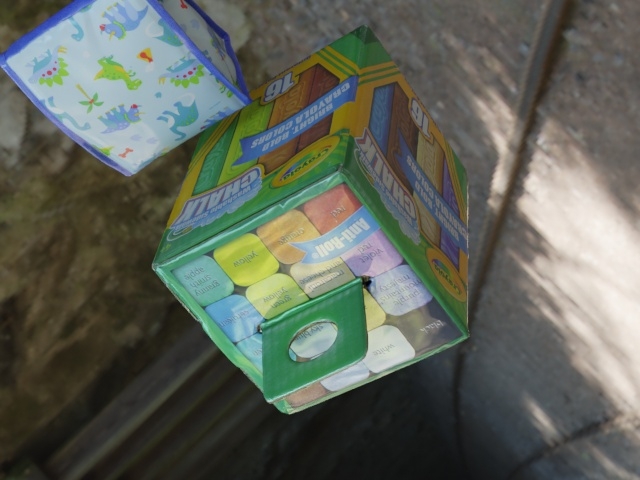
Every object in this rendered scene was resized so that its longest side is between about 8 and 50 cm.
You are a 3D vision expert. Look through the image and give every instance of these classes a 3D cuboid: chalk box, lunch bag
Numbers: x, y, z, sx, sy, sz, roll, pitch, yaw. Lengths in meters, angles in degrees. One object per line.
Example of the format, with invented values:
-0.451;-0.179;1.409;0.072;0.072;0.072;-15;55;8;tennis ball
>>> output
0.000;0.000;0.913;0.179;0.180;0.289;52;-154;-26;chalk box
-0.148;-0.136;0.884;0.151;0.128;0.096;35;-152;-56;lunch bag
